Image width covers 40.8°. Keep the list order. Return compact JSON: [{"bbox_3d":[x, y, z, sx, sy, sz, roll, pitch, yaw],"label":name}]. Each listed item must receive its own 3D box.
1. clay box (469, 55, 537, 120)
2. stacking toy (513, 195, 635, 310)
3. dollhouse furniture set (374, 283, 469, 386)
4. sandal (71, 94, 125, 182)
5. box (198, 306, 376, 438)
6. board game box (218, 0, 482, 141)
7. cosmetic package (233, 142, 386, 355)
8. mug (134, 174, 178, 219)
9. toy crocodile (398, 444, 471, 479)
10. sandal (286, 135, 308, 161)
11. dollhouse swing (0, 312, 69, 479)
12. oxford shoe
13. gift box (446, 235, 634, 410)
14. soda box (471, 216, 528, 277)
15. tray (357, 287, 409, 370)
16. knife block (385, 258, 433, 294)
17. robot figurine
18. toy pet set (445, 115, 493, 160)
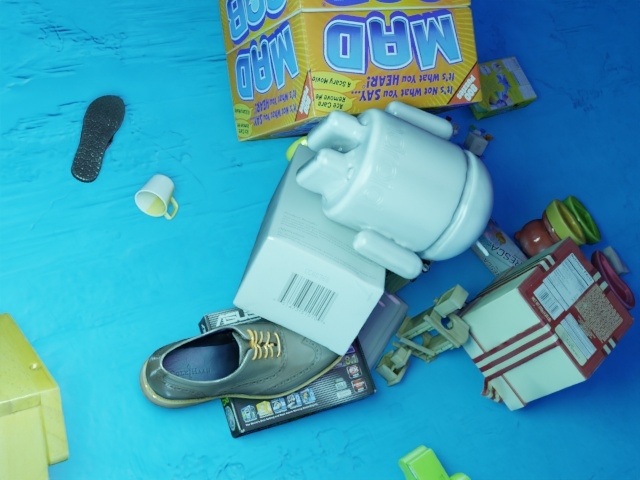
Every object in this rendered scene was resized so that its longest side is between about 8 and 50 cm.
[{"bbox_3d":[0.427,-0.377,2.141,0.222,0.053,0.128,-19,77,-34],"label":"clay box"},{"bbox_3d":[0.599,0.046,2.032,0.309,0.130,0.279,55,26,1],"label":"stacking toy"},{"bbox_3d":[0.217,0.202,1.649,0.101,0.182,0.161,41,53,-7],"label":"dollhouse furniture set"},{"bbox_3d":[-0.410,-0.186,1.572,0.067,0.040,0.179,21,72,-14],"label":"sandal"},{"bbox_3d":[-0.059,0.209,1.538,0.270,0.060,0.216,-11,73,-25],"label":"box"},{"bbox_3d":[0.043,-0.401,1.653,0.356,0.356,0.357,-9,93,-26],"label":"board game box"},{"bbox_3d":[0.000,0.000,1.535,0.217,0.156,0.385,26,28,-6],"label":"cosmetic package"},{"bbox_3d":[-0.297,-0.082,1.578,0.062,0.078,0.064,10,46,11],"label":"mug"},{"bbox_3d":[0.254,0.533,1.568,0.115,0.105,0.341,-29,78,-37],"label":"toy crocodile"},{"bbox_3d":[0.085,-0.156,1.798,0.317,0.126,0.138,-13,77,-26],"label":"sandal"},{"bbox_3d":[-0.562,0.327,1.210,0.346,0.305,0.315,-12,32,-34],"label":"dollhouse swing"},{"bbox_3d":[-0.107,0.194,1.415,0.363,0.133,0.130,-12,72,-25],"label":"oxford shoe"},{"bbox_3d":[0.414,0.173,1.731,0.276,0.258,0.255,-29,83,-36],"label":"gift box"},{"bbox_3d":[0.403,0.036,1.916,0.183,0.063,0.058,49,53,-1],"label":"soda box"},{"bbox_3d":[0.071,0.170,1.676,0.145,0.030,0.270,42,53,-5],"label":"tray"},{"bbox_3d":[0.207,-0.009,1.688,0.088,0.242,0.275,47,43,-1],"label":"knife block"},{"bbox_3d":[0.140,-0.089,1.438,0.353,0.199,0.300,22,71,-18],"label":"robot figurine"},{"bbox_3d":[0.351,-0.228,2.034,0.122,0.065,0.114,14,25,-27],"label":"toy pet set"}]
